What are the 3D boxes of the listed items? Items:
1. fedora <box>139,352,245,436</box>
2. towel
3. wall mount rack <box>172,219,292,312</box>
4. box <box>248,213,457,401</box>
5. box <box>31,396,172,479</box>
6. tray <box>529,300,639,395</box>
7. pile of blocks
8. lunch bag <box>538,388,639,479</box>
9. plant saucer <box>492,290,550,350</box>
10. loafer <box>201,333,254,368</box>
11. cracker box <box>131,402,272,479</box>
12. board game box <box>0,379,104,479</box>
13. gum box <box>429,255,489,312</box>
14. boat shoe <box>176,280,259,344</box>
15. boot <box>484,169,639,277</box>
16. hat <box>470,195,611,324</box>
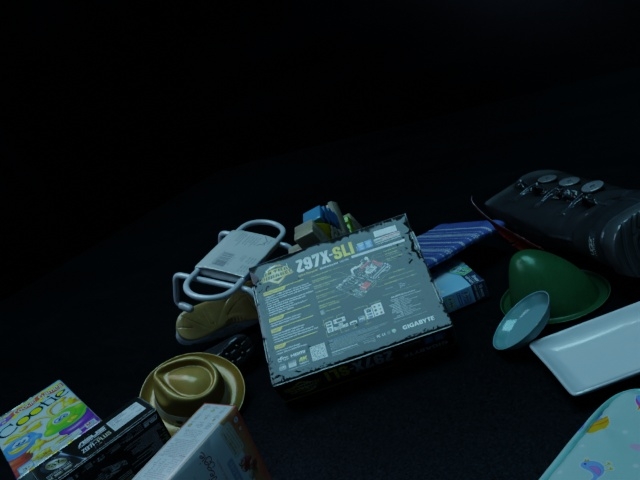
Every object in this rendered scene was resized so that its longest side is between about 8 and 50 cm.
[{"bbox_3d":[-0.235,0.262,1.075,0.194,0.079,0.194,-2,46,2],"label":"fedora"},{"bbox_3d":[0.205,0.041,1.291,0.336,0.040,0.243,-27,8,-21],"label":"towel"},{"bbox_3d":[-0.130,0.088,1.296,0.304,0.130,0.350,12,31,16],"label":"wall mount rack"},{"bbox_3d":[0.048,0.115,1.083,0.322,0.079,0.257,-20,50,3],"label":"box"},{"bbox_3d":[-0.304,0.352,0.900,0.180,0.147,0.077,-35,22,-31],"label":"box"},{"bbox_3d":[0.448,0.141,0.839,0.270,0.030,0.145,-21,18,2],"label":"tray"},{"bbox_3d":[0.000,0.000,1.323,0.113,0.149,0.362,-27,-14,18],"label":"pile of blocks"},{"bbox_3d":[0.310,0.258,0.543,0.279,0.107,0.224,-31,15,-30],"label":"lunch bag"},{"bbox_3d":[0.323,0.132,0.951,0.119,0.021,0.119,-49,3,4],"label":"plant saucer"},{"bbox_3d":[-0.229,0.266,1.191,0.223,0.076,0.078,-35,3,-24],"label":"loafer"},{"bbox_3d":[-0.165,0.342,0.760,0.067,0.155,0.232,-7,24,36],"label":"cracker box"},{"bbox_3d":[-0.442,0.364,1.025,0.142,0.144,0.275,-33,21,-30],"label":"board game box"},{"bbox_3d":[0.214,0.102,1.187,0.184,0.041,0.157,-23,17,-1],"label":"gum box"},{"bbox_3d":[-0.206,0.168,1.392,0.277,0.098,0.096,-16,-21,-28],"label":"boat shoe"},{"bbox_3d":[0.578,-0.072,1.156,0.367,0.146,0.445,-15,10,-7],"label":"boot"},{"bbox_3d":[0.362,0.022,1.021,0.209,0.183,0.173,-10,22,32],"label":"hat"}]
